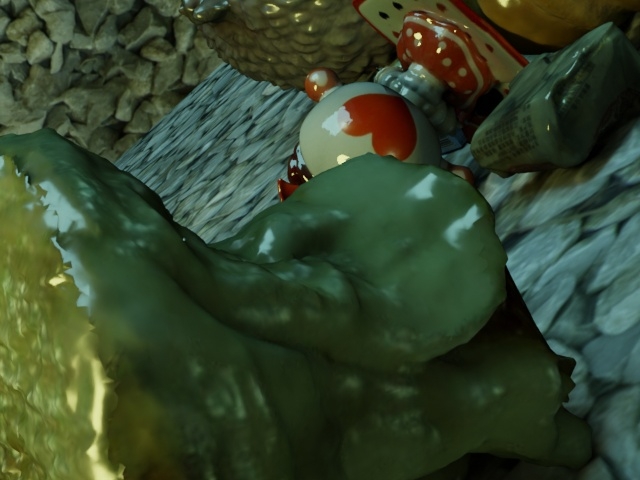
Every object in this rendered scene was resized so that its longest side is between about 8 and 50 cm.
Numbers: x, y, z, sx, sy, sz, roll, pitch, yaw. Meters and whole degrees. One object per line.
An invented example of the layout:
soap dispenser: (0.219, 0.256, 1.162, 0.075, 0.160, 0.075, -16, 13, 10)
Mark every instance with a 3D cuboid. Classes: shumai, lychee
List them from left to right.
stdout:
shumai: (-0.028, 0.110, 0.768, 0.323, 0.397, 0.324, -17, 24, -28)
lychee: (-0.005, -0.387, 1.884, 0.432, 0.380, 0.380, -29, 9, -24)

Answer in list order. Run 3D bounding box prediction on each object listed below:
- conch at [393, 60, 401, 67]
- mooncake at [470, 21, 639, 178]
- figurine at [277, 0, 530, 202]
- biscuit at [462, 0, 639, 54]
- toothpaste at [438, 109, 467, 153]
conch: (0.128, -0.198, 1.564, 0.180, 0.065, 0.088, -30, 16, 12)
mooncake: (0.193, -0.104, 1.133, 0.130, 0.073, 0.125, -47, 13, -22)
figurine: (0.059, -0.091, 1.242, 0.226, 0.183, 0.160, -54, 13, -17)
biscuit: (0.264, -0.262, 1.270, 0.326, 0.107, 0.326, -27, 12, 6)
toothpaste: (0.099, -0.117, 1.460, 0.070, 0.044, 0.193, -49, 16, -26)
